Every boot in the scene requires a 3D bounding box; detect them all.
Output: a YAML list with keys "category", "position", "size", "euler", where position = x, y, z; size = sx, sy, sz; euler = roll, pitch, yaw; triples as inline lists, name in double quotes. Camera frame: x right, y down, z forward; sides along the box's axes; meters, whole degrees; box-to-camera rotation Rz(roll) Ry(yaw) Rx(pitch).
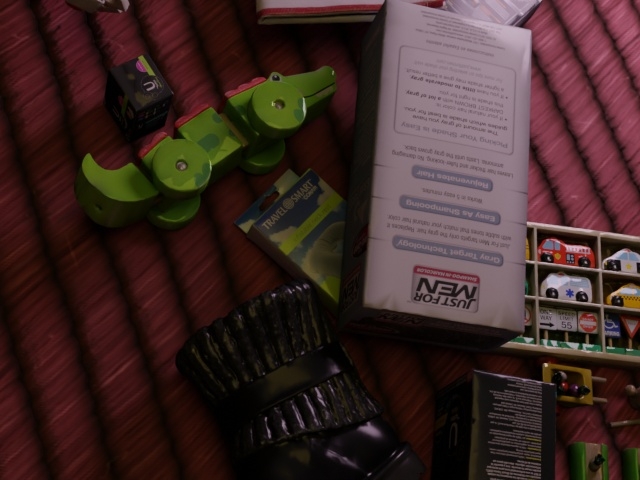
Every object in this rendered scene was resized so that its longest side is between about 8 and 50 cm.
- category: "boot"
  position: [-0.081, 0.217, 1.151]
  size: [0.348, 0.131, 0.260]
  euler: [-32, 87, -35]

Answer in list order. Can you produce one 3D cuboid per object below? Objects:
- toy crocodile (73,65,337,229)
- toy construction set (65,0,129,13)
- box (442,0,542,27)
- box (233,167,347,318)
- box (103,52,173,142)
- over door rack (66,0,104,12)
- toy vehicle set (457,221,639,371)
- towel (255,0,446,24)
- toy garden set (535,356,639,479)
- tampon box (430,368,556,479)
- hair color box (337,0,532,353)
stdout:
- category: "toy crocodile"
  position: [-0.121, -0.113, 1.285]
  size: [0.341, 0.115, 0.105]
  euler: [-34, 80, -24]
- category: "toy construction set"
  position: [-0.258, -0.390, 1.352]
  size: [0.215, 0.151, 0.327]
  euler: [26, 54, -4]
- category: "box"
  position: [0.150, -0.334, 1.478]
  size: [0.231, 0.056, 0.183]
  euler: [44, 65, 5]
- category: "box"
  position: [0.000, 0.000, 1.313]
  size: [0.178, 0.042, 0.109]
  euler: [43, 64, 3]
- category: "box"
  position: [-0.211, -0.164, 1.298]
  size: [0.052, 0.083, 0.062]
  euler: [-30, 79, -23]
- category: "over door rack"
  position: [-0.391, -0.336, 1.230]
  size: [0.108, 0.240, 0.324]
  euler: [2, 61, -56]
- category: "toy vehicle set"
  position: [0.296, 0.065, 1.369]
  size: [0.267, 0.035, 0.165]
  euler: [7, 67, -12]
- category: "towel"
  position: [0.026, -0.410, 1.433]
  size: [0.237, 0.037, 0.328]
  euler: [-3, 59, -3]
- category: "toy garden set"
  position: [0.350, 0.243, 1.305]
  size: [0.244, 0.049, 0.203]
  euler: [8, 67, -12]
- category: "tampon box"
  position: [0.186, 0.238, 1.224]
  size: [0.102, 0.120, 0.160]
  euler: [11, 66, -11]
- category: "hair color box"
  position: [0.133, -0.073, 1.288]
  size: [0.186, 0.113, 0.374]
  euler: [10, 69, -12]
